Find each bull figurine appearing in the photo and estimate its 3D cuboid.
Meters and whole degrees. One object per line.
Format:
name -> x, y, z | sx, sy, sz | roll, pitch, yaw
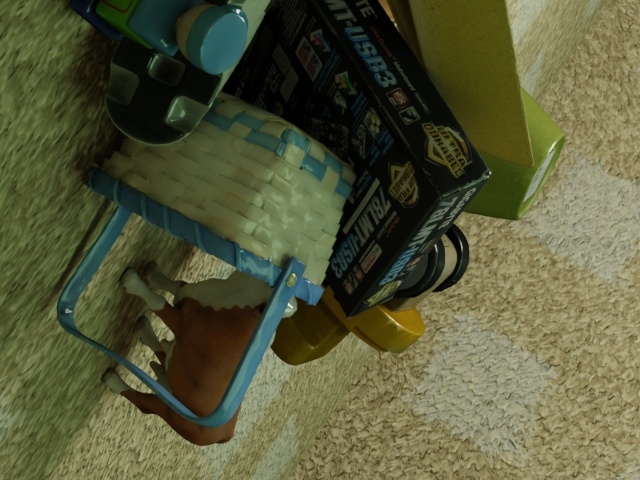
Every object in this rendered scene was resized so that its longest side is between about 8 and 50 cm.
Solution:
bull figurine -> -0.138, 0.115, 1.757 | 0.101, 0.188, 0.310 | -46, 161, -48

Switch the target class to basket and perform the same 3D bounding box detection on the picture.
basket -> -0.112, 0.008, 1.474 | 0.289, 0.254, 0.201 | -57, 143, -2

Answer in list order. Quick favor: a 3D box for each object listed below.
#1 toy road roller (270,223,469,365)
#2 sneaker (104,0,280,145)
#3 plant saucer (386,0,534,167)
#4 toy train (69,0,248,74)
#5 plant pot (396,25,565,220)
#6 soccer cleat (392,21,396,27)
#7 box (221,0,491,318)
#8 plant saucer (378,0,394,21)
toy road roller -> 0.000, 0.000, 1.821 | 0.240, 0.329, 0.202 | -44, 169, 12
sneaker -> -0.094, -0.238, 1.376 | 0.331, 0.122, 0.146 | -59, -177, -1
plant saucer -> 0.100, -0.272, 1.478 | 0.081, 0.333, 0.333 | -19, 143, 1
toy train -> -0.081, -0.259, 1.228 | 0.248, 0.143, 0.105 | -59, 153, -4
plant pot -> 0.178, -0.154, 2.116 | 0.275, 0.293, 0.275 | -54, 166, -20
soccer cleat -> 0.049, -0.260, 1.889 | 0.196, 0.076, 0.068 | -59, 167, -1
box -> 0.021, -0.108, 1.541 | 0.073, 0.293, 0.295 | -26, 164, -26
plant saucer -> 0.105, -0.356, 1.810 | 0.200, 0.037, 0.200 | -26, 126, -42
